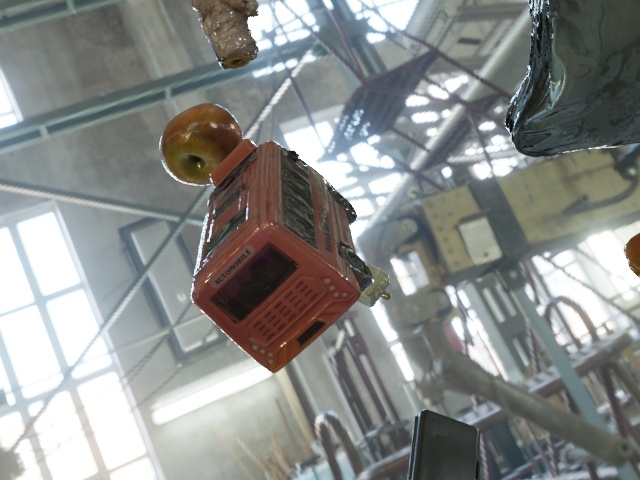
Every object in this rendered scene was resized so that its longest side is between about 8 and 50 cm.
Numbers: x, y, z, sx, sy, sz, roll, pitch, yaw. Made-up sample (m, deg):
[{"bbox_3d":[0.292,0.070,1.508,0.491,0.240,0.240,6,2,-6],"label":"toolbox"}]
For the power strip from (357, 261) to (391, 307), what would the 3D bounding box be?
[{"bbox_3d":[0.052,0.082,2.037,0.098,0.338,0.058,-52,-31,-21],"label":"power strip"}]

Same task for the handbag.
[{"bbox_3d":[0.241,-0.163,0.545,0.191,0.075,0.332,-10,-30,2],"label":"handbag"}]

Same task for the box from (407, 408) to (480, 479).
[{"bbox_3d":[0.275,0.498,1.692,0.160,0.230,0.050,21,-45,-5],"label":"box"}]

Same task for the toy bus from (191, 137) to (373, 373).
[{"bbox_3d":[-0.074,0.001,1.229,0.203,0.233,0.427,-43,21,15],"label":"toy bus"}]

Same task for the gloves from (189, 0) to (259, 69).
[{"bbox_3d":[-0.132,-0.318,1.086,0.094,0.144,0.110,-16,11,8],"label":"gloves"}]

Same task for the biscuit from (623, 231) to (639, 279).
[{"bbox_3d":[0.450,0.036,0.983,0.102,0.131,0.019,-7,-40,-15],"label":"biscuit"}]

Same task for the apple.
[{"bbox_3d":[-0.310,-0.255,1.997,0.234,0.173,0.210,-12,-44,24],"label":"apple"}]
